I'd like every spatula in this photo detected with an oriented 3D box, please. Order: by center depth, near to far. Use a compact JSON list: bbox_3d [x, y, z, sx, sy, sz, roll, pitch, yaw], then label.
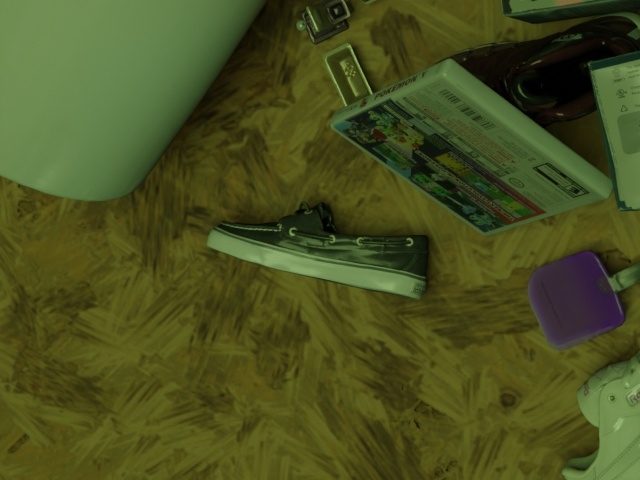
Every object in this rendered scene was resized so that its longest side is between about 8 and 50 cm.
[{"bbox_3d":[0.327,0.017,1.597,0.296,0.030,0.084,-26,90,23],"label":"spatula"}]

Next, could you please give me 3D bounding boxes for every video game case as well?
[{"bbox_3d":[0.135,-0.079,1.551,0.201,0.023,0.183,34,153,-22],"label":"video game case"}]

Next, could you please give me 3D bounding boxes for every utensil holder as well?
[{"bbox_3d":[-0.202,-0.277,1.572,0.327,0.327,0.385,40,113,8],"label":"utensil holder"}]

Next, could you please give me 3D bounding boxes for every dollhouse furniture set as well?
[{"bbox_3d":[0.028,-0.183,1.636,0.091,0.081,0.114,-24,93,23],"label":"dollhouse furniture set"}]

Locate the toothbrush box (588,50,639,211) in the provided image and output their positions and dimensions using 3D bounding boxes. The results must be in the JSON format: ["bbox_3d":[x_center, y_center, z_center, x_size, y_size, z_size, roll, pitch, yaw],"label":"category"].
[{"bbox_3d":[0.367,-0.103,1.409,0.216,0.295,0.126,-12,86,23],"label":"toothbrush box"}]

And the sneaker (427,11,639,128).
[{"bbox_3d":[0.166,-0.133,1.553,0.281,0.162,0.106,-23,93,22],"label":"sneaker"}]

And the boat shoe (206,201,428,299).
[{"bbox_3d":[0.000,0.000,1.692,0.228,0.080,0.076,12,88,20],"label":"boat shoe"}]

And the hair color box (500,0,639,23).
[{"bbox_3d":[0.339,-0.306,1.469,0.374,0.113,0.185,-6,91,21],"label":"hair color box"}]

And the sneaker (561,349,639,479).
[{"bbox_3d":[0.326,0.134,1.577,0.152,0.114,0.305,28,109,11],"label":"sneaker"}]
